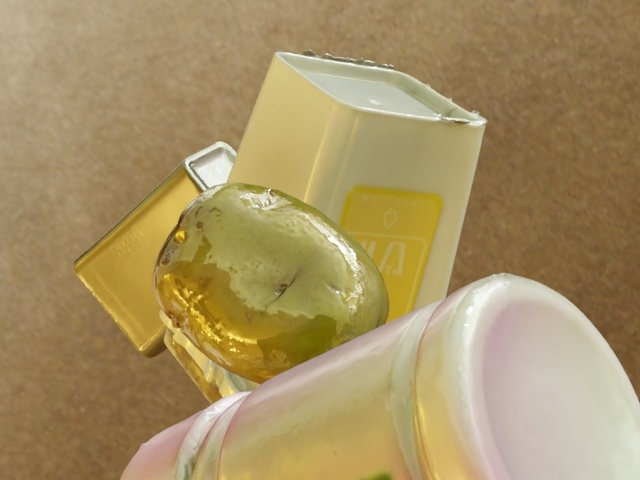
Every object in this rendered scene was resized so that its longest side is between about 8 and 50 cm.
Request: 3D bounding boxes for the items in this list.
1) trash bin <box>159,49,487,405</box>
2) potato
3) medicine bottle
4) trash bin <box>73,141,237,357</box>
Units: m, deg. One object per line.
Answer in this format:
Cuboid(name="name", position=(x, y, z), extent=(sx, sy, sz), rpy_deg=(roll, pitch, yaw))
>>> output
Cuboid(name="trash bin", position=(0.000, 0.000, 1.413), extent=(0.296, 0.255, 0.368), rpy_deg=(44, 123, 53))
Cuboid(name="potato", position=(-0.043, 0.041, 1.156), extent=(0.200, 0.137, 0.155), rpy_deg=(34, 96, 15))
Cuboid(name="medicine bottle", position=(0.036, 0.173, 0.909), extent=(0.325, 0.212, 0.212), rpy_deg=(-28, 44, 36))
Cuboid(name="trash bin", position=(-0.169, 0.012, 1.710), extent=(0.240, 0.164, 0.122), rpy_deg=(-39, -2, 35))
